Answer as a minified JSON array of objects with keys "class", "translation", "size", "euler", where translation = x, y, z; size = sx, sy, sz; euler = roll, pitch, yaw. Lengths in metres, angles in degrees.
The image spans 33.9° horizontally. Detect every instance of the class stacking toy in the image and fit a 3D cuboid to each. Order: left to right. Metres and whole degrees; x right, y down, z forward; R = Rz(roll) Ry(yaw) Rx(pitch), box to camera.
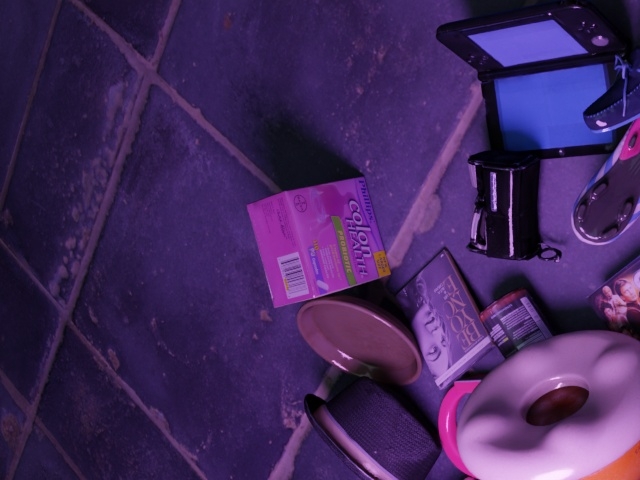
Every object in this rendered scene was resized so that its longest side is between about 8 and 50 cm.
[{"class":"stacking toy","translation":[0.469,0.422,1.745],"size":[0.350,0.350,0.480],"euler":[-10,119,42]}]

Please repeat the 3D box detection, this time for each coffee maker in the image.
[{"class":"coffee maker","translation":[0.347,-0.065,1.871],"size":[0.171,0.120,0.178],"euler":[3,113,15]}]

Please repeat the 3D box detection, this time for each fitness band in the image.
[{"class":"fitness band","translation":[0.349,0.359,2.008],"size":[0.291,0.054,0.209],"euler":[-6,98,43]}]

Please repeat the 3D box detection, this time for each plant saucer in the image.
[{"class":"plant saucer","translation":[0.082,0.198,2.122],"size":[0.278,0.041,0.278],"euler":[21,147,15]}]

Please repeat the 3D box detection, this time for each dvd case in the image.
[{"class":"dvd case","translation":[0.240,0.154,2.043],"size":[0.164,0.018,0.221],"euler":[-48,55,37]}]

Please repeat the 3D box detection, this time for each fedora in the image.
[{"class":"fedora","translation":[0.126,0.386,2.106],"size":[0.334,0.334,0.152],"euler":[42,94,27]}]

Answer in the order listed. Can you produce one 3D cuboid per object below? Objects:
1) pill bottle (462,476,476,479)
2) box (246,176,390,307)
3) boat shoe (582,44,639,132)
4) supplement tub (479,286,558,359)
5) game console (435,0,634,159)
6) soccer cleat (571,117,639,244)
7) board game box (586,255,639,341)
[{"class":"pill bottle","translation":[0.317,0.573,2.034],"size":[0.208,0.117,0.117],"euler":[50,127,20]},{"class":"box","translation":[0.000,0.000,2.103],"size":[0.117,0.243,0.214],"euler":[-17,88,42]},{"class":"boat shoe","translation":[0.509,-0.272,1.634],"size":[0.089,0.258,0.109],"euler":[51,-179,-23]},{"class":"supplement tub","translation":[0.380,0.191,1.904],"size":[0.106,0.106,0.198],"euler":[-43,71,38]},{"class":"game console","translation":[0.365,-0.262,1.780],"size":[0.293,0.250,0.173],"euler":[-3,71,41]},{"class":"soccer cleat","translation":[0.527,-0.133,1.705],"size":[0.116,0.143,0.331],"euler":[43,102,8]},{"class":"board game box","translation":[0.571,0.090,1.706],"size":[0.243,0.042,0.165],"euler":[-47,68,37]}]
